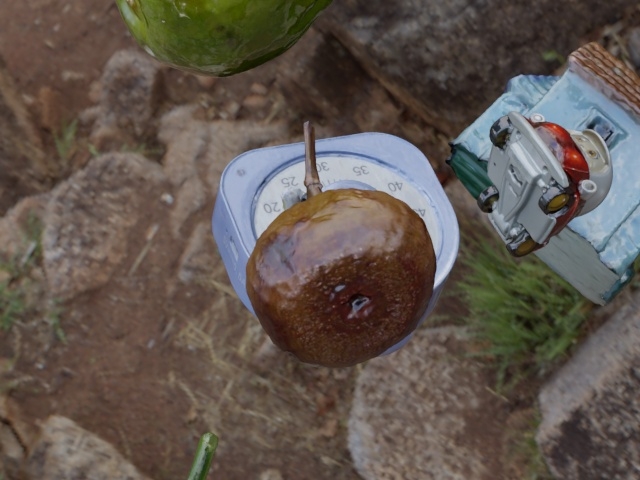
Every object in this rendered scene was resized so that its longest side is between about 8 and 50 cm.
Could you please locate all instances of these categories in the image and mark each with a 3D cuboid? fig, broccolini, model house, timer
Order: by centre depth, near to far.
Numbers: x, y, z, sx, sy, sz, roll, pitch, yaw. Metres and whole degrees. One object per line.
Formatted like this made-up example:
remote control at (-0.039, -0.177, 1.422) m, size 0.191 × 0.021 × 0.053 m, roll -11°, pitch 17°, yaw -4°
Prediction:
fig at (0.000, 0.000, 0.904) m, size 0.146 × 0.134 × 0.201 m, roll -19°, pitch 41°, yaw -10°
broccolini at (-0.124, 0.256, 0.970) m, size 0.239 × 0.051 × 0.054 m, roll -68°, pitch -3°, yaw -51°
fig at (-0.070, -0.308, 1.066) m, size 0.233 × 0.233 × 0.314 m, roll 21°, pitch 73°, yaw 43°
model house at (0.388, -0.135, 1.542) m, size 0.295 × 0.252 × 0.329 m, roll 42°, pitch 88°, yaw 13°
timer at (0.041, 0.005, 1.794) m, size 0.173 × 0.395 × 0.395 m, roll 109°, pitch 156°, yaw -50°

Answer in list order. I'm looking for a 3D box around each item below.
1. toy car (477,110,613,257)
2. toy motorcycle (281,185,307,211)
toy car at (0.221, -0.056, 1.084) m, size 0.112 × 0.139 × 0.112 m, roll -14°, pitch 54°, yaw -22°
toy motorcycle at (-0.001, 0.033, 1.598) m, size 0.074 × 0.229 × 0.151 m, roll -26°, pitch 17°, yaw -19°
